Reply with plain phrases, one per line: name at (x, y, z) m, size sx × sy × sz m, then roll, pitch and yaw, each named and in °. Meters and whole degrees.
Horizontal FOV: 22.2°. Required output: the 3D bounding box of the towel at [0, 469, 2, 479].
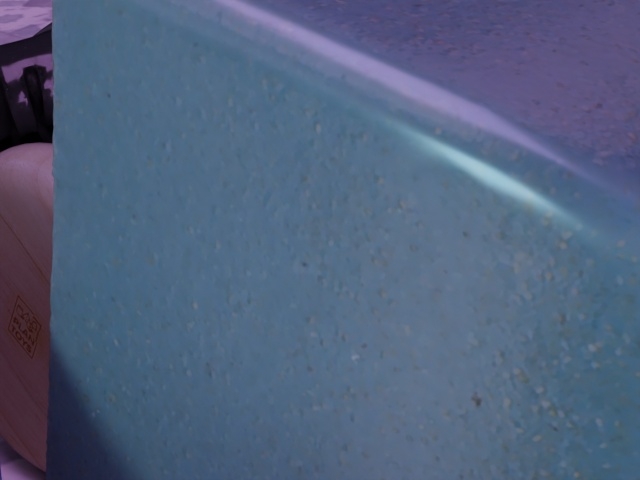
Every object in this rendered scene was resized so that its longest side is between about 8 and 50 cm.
towel at (-0.215, 0.086, 0.426) m, size 0.285 × 0.034 × 0.209 m, roll 7°, pitch 59°, yaw -30°

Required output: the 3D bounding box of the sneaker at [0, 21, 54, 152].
sneaker at (-0.187, -0.042, 0.893) m, size 0.341 × 0.125 × 0.140 m, roll -5°, pitch 32°, yaw 16°

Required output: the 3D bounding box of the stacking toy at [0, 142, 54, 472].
stacking toy at (0.000, 0.000, 0.757) m, size 0.330 × 0.141 × 0.141 m, roll -16°, pitch 26°, yaw -42°

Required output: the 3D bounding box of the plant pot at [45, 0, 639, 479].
plant pot at (0.083, 0.022, 0.552) m, size 0.252 × 0.248 × 0.247 m, roll 26°, pitch 35°, yaw 32°
